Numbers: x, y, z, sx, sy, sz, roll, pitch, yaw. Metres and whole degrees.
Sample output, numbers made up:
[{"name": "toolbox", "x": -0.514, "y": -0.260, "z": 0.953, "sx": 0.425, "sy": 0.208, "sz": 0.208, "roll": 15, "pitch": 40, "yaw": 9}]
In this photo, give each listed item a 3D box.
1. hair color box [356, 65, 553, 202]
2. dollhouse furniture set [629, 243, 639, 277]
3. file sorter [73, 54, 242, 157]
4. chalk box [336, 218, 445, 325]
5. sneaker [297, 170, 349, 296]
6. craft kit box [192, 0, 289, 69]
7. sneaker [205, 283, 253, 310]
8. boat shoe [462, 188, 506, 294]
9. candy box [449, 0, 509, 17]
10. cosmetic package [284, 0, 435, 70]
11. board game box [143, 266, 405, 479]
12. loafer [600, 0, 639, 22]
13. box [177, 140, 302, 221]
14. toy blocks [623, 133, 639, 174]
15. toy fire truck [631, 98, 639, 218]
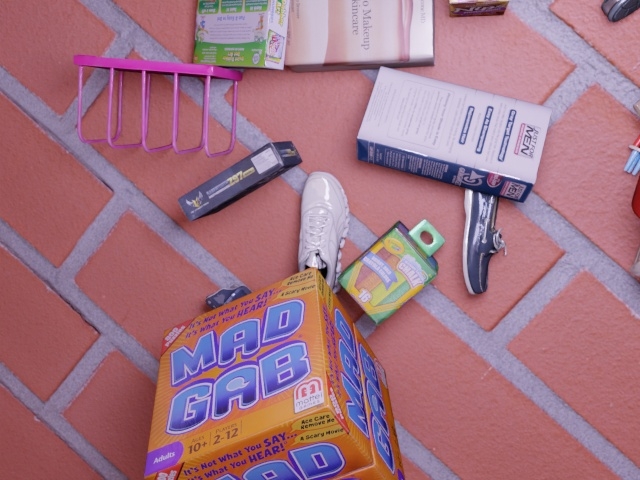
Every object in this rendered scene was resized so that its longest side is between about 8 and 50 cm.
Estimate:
[{"name": "hair color box", "x": 0.259, "y": -0.209, "z": 1.443, "sx": 0.347, "sy": 0.105, "sz": 0.174, "roll": 16, "pitch": 72, "yaw": 9}, {"name": "dollhouse furniture set", "x": 0.718, "y": 0.037, "z": 1.387, "sx": 0.183, "sy": 0.129, "sz": 0.129, "roll": 35, "pitch": 141, "yaw": 5}, {"name": "file sorter", "x": -0.334, "y": -0.278, "z": 1.527, "sx": 0.290, "sy": 0.202, "sz": 0.182, "roll": 6, "pitch": 101, "yaw": 10}, {"name": "chalk box", "x": 0.160, "y": 0.049, "z": 1.518, "sx": 0.213, "sy": 0.132, "sz": 0.132, "roll": -43, "pitch": 89, "yaw": 13}, {"name": "sneaker", "x": 0.000, "y": 0.000, "z": 1.550, "sx": 0.110, "sy": 0.118, "sz": 0.292, "roll": 2, "pitch": 97, "yaw": 12}, {"name": "craft kit box", "x": -0.160, "y": -0.473, "z": 1.475, "sx": 0.249, "sy": 0.061, "sz": 0.247, "roll": 16, "pitch": 101, "yaw": 45}, {"name": "sneaker", "x": -0.206, "y": 0.202, "z": 1.635, "sx": 0.163, "sy": 0.086, "sz": 0.226, "roll": 40, "pitch": 109, "yaw": 9}, {"name": "boat shoe", "x": 0.339, "y": -0.014, "z": 1.499, "sx": 0.079, "sy": 0.095, "sz": 0.255, "roll": 1, "pitch": 90, "yaw": 22}, {"name": "candy box", "x": 0.299, "y": -0.463, "z": 1.389, "sx": 0.109, "sy": 0.186, "sz": 0.053, "roll": 1, "pitch": 98, "yaw": 11}, {"name": "cosmetic package", "x": 0.080, "y": -0.424, "z": 1.465, "sx": 0.296, "sy": 0.129, "sz": 0.153, "roll": -2, "pitch": 96, "yaw": 10}, {"name": "board game box", "x": -0.077, "y": 0.345, "z": 1.425, "sx": 0.356, "sy": 0.357, "sz": 0.356, "roll": -24, "pitch": 126, "yaw": 13}, {"name": "loafer", "x": 0.630, "y": -0.526, "z": 1.379, "sx": 0.267, "sy": 0.096, "sz": 0.084, "roll": -40, "pitch": 70, "yaw": 7}, {"name": "box", "x": -0.163, "y": -0.127, "z": 1.526, "sx": 0.232, "sy": 0.183, "sz": 0.059, "roll": -29, "pitch": 92, "yaw": 14}, {"name": "toy blocks", "x": 0.674, "y": -0.183, "z": 1.428, "sx": 0.123, "sy": 0.054, "sz": 0.148, "roll": 27, "pitch": 104, "yaw": 4}, {"name": "toy fire truck", "x": 0.641, "y": -0.135, "z": 1.324, "sx": 0.217, "sy": 0.246, "sz": 0.159, "roll": -25, "pitch": 135, "yaw": -22}]
